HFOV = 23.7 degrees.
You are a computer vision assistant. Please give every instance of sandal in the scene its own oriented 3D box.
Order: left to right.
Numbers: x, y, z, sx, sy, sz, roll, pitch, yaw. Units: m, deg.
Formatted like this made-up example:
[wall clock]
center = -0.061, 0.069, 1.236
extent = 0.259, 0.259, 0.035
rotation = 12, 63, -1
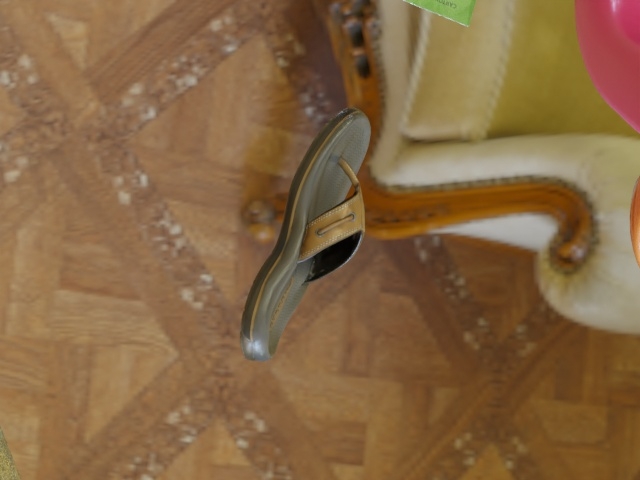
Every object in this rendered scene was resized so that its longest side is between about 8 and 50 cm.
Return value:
[sandal]
center = 0.000, 0.000, 1.214
extent = 0.090, 0.060, 0.219
rotation = 69, 42, -64

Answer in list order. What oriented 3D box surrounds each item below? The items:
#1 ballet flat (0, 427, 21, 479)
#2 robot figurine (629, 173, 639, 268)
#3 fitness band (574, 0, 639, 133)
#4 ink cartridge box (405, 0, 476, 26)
[ballet flat]
center = -0.315, 0.084, 1.120
extent = 0.123, 0.123, 0.349
rotation = -24, 95, -38
[robot figurine]
center = 0.211, 0.022, 0.663
extent = 0.158, 0.128, 0.219
rotation = 11, 40, -24
[fitness band]
center = 0.149, -0.130, 0.499
extent = 0.054, 0.291, 0.209
rotation = 7, 108, -7
[ink cartridge box]
center = 0.099, -0.323, 1.206
extent = 0.188, 0.097, 0.255
rotation = 18, 84, -23
